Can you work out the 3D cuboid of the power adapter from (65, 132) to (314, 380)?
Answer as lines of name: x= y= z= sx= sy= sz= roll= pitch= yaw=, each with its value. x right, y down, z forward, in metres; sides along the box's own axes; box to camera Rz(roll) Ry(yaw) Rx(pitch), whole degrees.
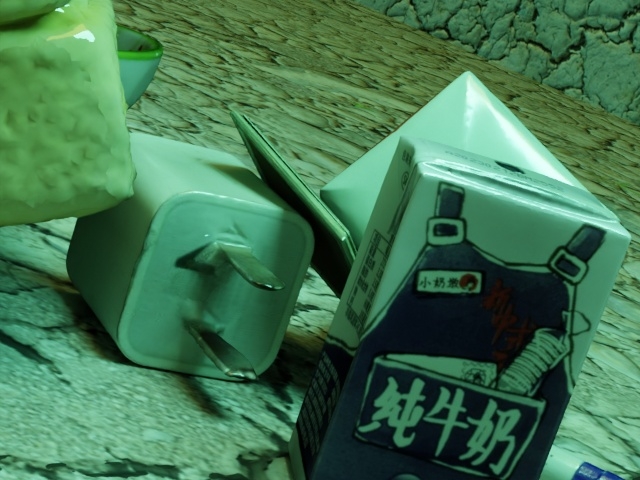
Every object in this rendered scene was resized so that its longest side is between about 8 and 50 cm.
power adapter: x=-0.080 y=0.023 z=1.154 sx=0.125 sy=0.130 sz=0.205 roll=13 pitch=16 yaw=-29

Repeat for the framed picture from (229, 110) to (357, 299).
framed picture: x=0.000 y=0.000 z=1.201 sx=0.142 sy=0.011 sz=0.183 roll=49 pitch=-9 yaw=33

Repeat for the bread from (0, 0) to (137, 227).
bread: x=-0.320 y=-0.170 z=1.110 sx=0.390 sy=0.279 sz=0.371 roll=-1 pitch=21 yaw=-9

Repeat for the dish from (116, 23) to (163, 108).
dish: x=-0.314 y=-0.151 z=1.543 sx=0.324 sy=0.124 sz=0.324 roll=12 pitch=11 yaw=-2

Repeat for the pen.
pen: x=0.115 y=0.135 z=1.186 sx=0.269 sy=0.033 sz=0.033 roll=25 pitch=15 yaw=25

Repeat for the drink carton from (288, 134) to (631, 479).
drink carton: x=0.079 y=0.062 z=1.013 sx=0.134 sy=0.222 sz=0.102 roll=17 pitch=14 yaw=-9

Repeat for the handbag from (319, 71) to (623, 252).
handbag: x=0.110 y=0.028 z=1.251 sx=0.171 sy=0.151 sz=0.298 roll=48 pitch=-10 yaw=19
